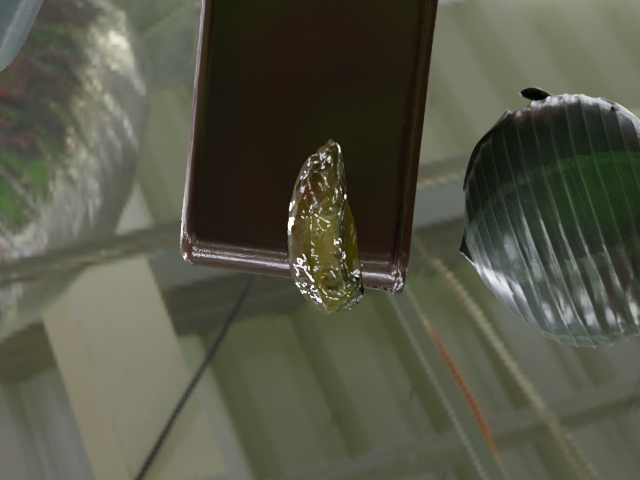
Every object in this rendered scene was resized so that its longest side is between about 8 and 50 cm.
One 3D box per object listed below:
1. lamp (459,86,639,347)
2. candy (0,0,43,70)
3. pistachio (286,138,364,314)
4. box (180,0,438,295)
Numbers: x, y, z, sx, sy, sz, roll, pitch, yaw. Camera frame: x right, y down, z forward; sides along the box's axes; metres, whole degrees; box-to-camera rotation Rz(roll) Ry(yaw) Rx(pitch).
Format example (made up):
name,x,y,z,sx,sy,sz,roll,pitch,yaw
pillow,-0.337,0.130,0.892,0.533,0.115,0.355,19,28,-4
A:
name,x,y,z,sx,sy,sz,roll,pitch,yaw
lamp,0.252,-0.022,1.679,0.233,0.265,0.233,-18,-169,4
candy,-0.244,-0.229,1.286,0.071,0.174,0.138,-3,-118,-29
pistachio,0.000,0.000,1.136,0.049,0.173,0.089,-9,-122,2
box,-0.014,-0.128,1.698,0.229,0.239,0.339,5,-85,-2
